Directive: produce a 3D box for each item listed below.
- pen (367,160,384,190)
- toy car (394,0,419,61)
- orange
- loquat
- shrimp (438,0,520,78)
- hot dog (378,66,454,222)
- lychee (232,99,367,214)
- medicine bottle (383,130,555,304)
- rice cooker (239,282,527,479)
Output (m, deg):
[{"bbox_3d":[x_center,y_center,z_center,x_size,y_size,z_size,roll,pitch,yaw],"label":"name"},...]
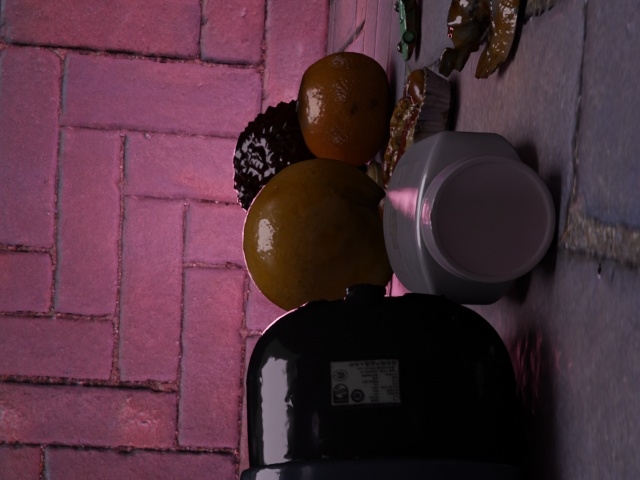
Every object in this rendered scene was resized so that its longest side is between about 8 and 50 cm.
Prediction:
[{"bbox_3d":[0.100,-0.032,1.835,0.040,0.032,0.234,-20,66,59],"label":"pen"},{"bbox_3d":[0.136,-0.339,1.566,0.059,0.035,0.122,125,140,-81],"label":"toy car"},{"bbox_3d":[0.040,-0.238,1.849,0.224,0.170,0.224,-175,90,-86],"label":"orange"},{"bbox_3d":[0.000,0.000,1.635,0.263,0.263,0.263,-177,90,-85],"label":"loquat"},{"bbox_3d":[0.163,-0.231,1.029,0.187,0.051,0.133,105,168,-55],"label":"shrimp"},{"bbox_3d":[0.125,-0.118,1.329,0.253,0.069,0.131,100,173,-45],"label":"hot dog"},{"bbox_3d":[-0.038,-0.150,2.100,0.330,0.306,0.306,-54,-18,-39],"label":"lychee"},{"bbox_3d":[0.130,-0.022,0.959,0.296,0.111,0.161,-179,90,-87],"label":"medicine bottle"},{"bbox_3d":[0.056,0.169,0.882,0.267,0.267,0.225,106,165,-70],"label":"rice cooker"}]
